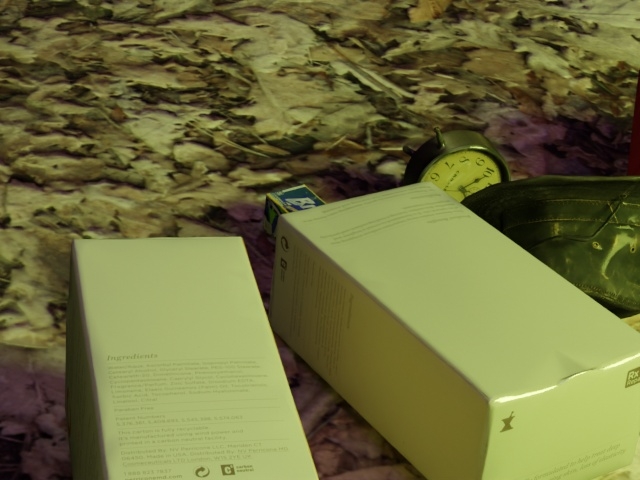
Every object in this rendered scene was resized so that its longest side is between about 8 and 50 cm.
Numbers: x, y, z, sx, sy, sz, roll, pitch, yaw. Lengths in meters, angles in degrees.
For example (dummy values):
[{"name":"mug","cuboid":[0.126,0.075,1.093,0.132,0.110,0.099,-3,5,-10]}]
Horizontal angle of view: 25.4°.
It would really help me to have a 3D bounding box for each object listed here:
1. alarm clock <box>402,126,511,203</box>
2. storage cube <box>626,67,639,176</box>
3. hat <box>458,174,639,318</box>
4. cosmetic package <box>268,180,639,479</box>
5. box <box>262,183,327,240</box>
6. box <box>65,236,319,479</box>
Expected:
[{"name":"alarm clock","cuboid":[0.185,-0.068,1.795,0.192,0.129,0.064,26,22,-28]},{"name":"storage cube","cuboid":[0.521,-0.115,1.828,0.215,0.193,0.183,0,16,-12]},{"name":"hat","cuboid":[0.311,0.021,1.634,0.331,0.331,0.134,0,72,-12]},{"name":"cosmetic package","cuboid":[0.134,0.099,1.472,0.217,0.156,0.385,-13,36,-28]},{"name":"box","cuboid":[0.000,0.000,1.703,0.059,0.054,0.169,-16,41,-32]},{"name":"box","cuboid":[-0.129,0.178,1.262,0.168,0.215,0.345,-1,35,-15]}]
